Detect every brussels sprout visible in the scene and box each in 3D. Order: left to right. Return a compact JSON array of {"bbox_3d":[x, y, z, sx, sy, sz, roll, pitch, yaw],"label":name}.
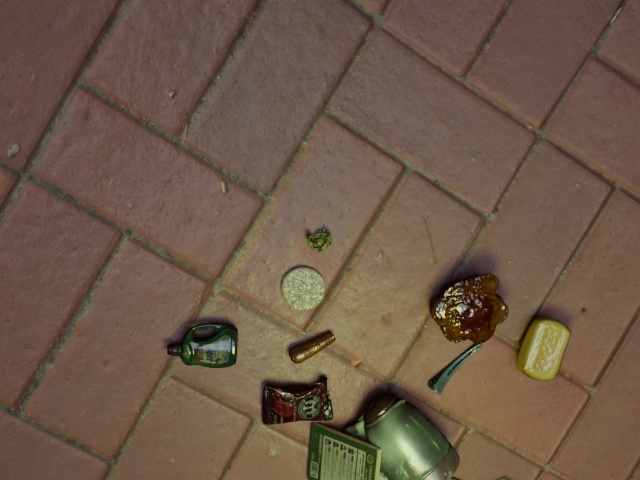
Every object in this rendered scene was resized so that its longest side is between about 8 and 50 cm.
[{"bbox_3d":[0.000,0.000,1.813,0.085,0.058,0.085,-3,65,7],"label":"brussels sprout"}]

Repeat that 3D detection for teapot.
[{"bbox_3d":[0.237,0.670,1.845,0.315,0.233,0.312,-39,85,20],"label":"teapot"}]

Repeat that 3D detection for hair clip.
[{"bbox_3d":[0.460,0.427,1.917,0.229,0.070,0.039,-44,96,-8],"label":"hair clip"}]

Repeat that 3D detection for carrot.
[{"bbox_3d":[-0.027,0.351,1.849,0.162,0.055,0.055,-26,98,-11],"label":"carrot"}]

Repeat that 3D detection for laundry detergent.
[{"bbox_3d":[-0.376,0.333,1.793,0.222,0.078,0.144,3,94,-5],"label":"laundry detergent"}]

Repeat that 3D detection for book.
[{"bbox_3d":[0.072,0.728,1.824,0.264,0.027,0.201,8,96,37],"label":"book"}]

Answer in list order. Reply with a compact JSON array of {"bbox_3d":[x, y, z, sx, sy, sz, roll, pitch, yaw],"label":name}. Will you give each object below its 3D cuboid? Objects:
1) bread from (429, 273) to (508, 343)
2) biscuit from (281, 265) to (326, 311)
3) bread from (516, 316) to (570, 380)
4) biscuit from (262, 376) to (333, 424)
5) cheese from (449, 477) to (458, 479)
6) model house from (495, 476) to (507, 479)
[{"bbox_3d":[0.483,0.230,1.852,0.247,0.135,0.232,-23,98,-4],"label":"bread"},{"bbox_3d":[-0.055,0.158,1.838,0.152,0.020,0.152,-1,97,-8],"label":"biscuit"},{"bbox_3d":[0.754,0.366,1.918,0.147,0.098,0.217,22,91,-8],"label":"bread"},{"bbox_3d":[-0.075,0.534,1.856,0.236,0.063,0.151,-4,108,-11],"label":"biscuit"},{"bbox_3d":[0.395,0.860,1.953,0.255,0.050,0.127,30,93,-7],"label":"cheese"},{"bbox_3d":[0.633,0.896,1.958,0.101,0.100,0.087,-22,98,-5],"label":"model house"}]
